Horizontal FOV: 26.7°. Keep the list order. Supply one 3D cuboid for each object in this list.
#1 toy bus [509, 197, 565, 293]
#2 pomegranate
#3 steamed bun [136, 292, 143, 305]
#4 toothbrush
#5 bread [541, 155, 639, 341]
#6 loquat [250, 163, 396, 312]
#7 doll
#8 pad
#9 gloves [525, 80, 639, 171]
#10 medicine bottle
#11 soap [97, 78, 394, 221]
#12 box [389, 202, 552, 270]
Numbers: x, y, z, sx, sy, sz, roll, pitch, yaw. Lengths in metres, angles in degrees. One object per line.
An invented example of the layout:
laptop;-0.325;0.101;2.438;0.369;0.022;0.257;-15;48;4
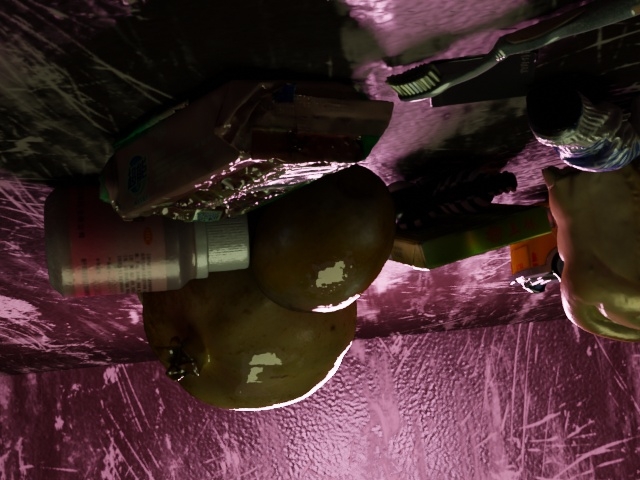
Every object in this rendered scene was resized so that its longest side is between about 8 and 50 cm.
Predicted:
toy bus;0.387;0.001;2.029;0.209;0.136;0.126;-3;169;-16
pomegranate;-0.108;0.102;1.910;0.319;0.319;0.319;-5;169;-1
steamed bun;-0.226;0.097;2.174;0.141;0.155;0.172;-5;170;-11
toothbrush;0.207;-0.190;1.236;0.375;0.028;0.037;-16;135;43
bread;0.456;-0.007;1.739;0.316;0.270;0.211;-14;-178;12
loquat;0.000;0.000;1.691;0.179;0.179;0.227;1;141;-30
doll;0.153;-0.057;1.806;0.219;0.067;0.091;-15;177;19
pad;0.168;-0.166;1.407;0.112;0.003;0.157;-7;169;6
gloves;0.303;-0.124;1.502;0.119;0.097;0.229;25;-164;37
medicine bottle;-0.215;-0.006;1.683;0.247;0.147;0.147;-5;169;-7
soap;-0.086;-0.091;1.422;0.218;0.098;0.273;2;167;-35
box;0.180;-0.010;1.840;0.173;0.043;0.311;-16;-174;-10
